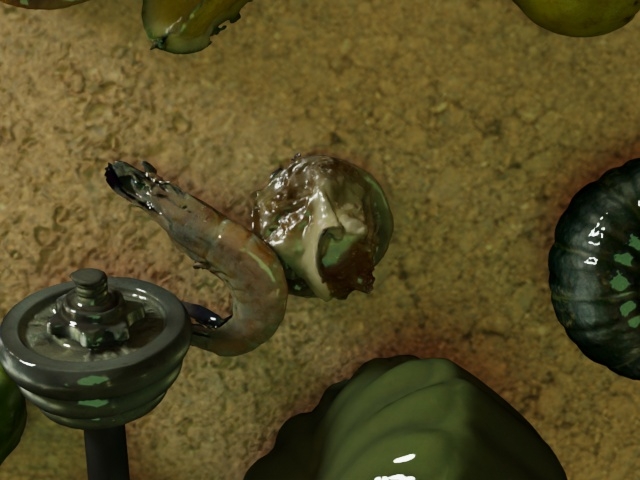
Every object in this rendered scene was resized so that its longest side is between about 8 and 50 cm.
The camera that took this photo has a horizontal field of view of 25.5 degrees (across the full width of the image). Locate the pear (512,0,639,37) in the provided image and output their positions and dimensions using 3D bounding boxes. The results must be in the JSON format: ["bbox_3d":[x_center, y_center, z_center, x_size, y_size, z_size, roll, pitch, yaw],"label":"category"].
[{"bbox_3d":[0.222,-0.229,1.226,0.131,0.107,0.107,8,110,-2],"label":"pear"}]

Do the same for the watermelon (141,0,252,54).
[{"bbox_3d":[-0.053,-0.284,1.180,0.123,0.129,0.301,35,98,-13],"label":"watermelon"}]

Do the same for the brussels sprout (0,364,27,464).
[{"bbox_3d":[-0.355,0.170,1.344,0.149,0.122,0.152,-2,112,-3],"label":"brussels sprout"}]

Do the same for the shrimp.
[{"bbox_3d":[-0.128,0.019,1.322,0.219,0.046,0.152,40,128,5],"label":"shrimp"}]

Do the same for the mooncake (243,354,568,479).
[{"bbox_3d":[0.056,0.267,1.284,0.351,0.351,0.187,-43,109,13],"label":"mooncake"}]

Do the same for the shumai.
[{"bbox_3d":[0.004,-0.002,1.298,0.145,0.116,0.146,0,111,-1],"label":"shumai"}]

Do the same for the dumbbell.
[{"bbox_3d":[-0.199,0.209,1.321,0.179,0.179,0.406,-1,118,-2],"label":"dumbbell"}]

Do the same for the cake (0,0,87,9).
[{"bbox_3d":[-0.228,-0.276,1.153,0.185,0.178,0.208,-10,114,0],"label":"cake"}]

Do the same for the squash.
[{"bbox_3d":[0.314,0.023,1.293,0.218,0.172,0.218,-1,86,17],"label":"squash"}]
